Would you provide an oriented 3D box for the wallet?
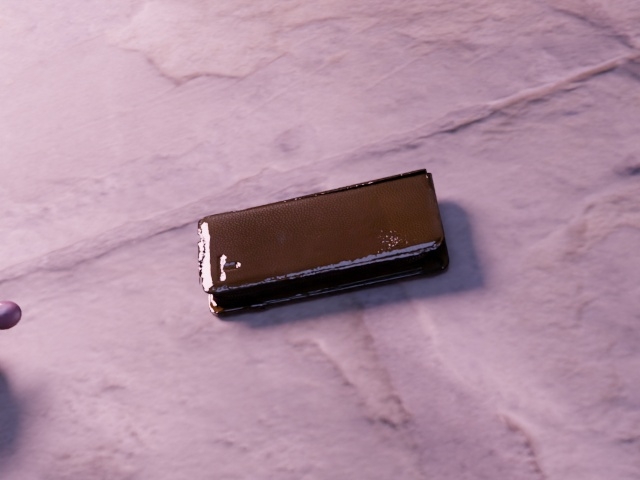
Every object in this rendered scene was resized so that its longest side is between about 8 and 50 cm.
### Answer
[{"bbox_3d":[0.000,0.000,1.161,0.198,0.031,0.110,-11,41,4],"label":"wallet"}]

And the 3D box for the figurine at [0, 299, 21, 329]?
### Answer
[{"bbox_3d":[-0.363,0.105,1.077,0.205,0.103,0.260,30,57,9],"label":"figurine"}]
